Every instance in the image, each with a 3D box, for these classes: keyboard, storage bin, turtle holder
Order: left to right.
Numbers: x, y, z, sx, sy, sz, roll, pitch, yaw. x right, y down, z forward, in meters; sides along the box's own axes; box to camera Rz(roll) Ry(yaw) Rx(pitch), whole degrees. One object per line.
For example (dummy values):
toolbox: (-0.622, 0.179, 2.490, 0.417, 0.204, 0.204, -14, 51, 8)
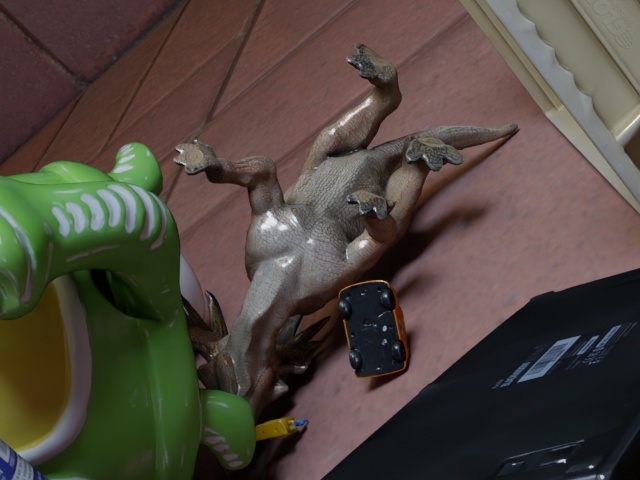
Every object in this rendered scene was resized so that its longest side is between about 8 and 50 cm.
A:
turtle holder: (-0.178, 0.080, 0.832, 0.227, 0.243, 0.320, -14, 6, -25)
storage bin: (0.131, -0.166, 0.778, 0.123, 0.260, 0.262, -38, 18, 9)
keyboard: (0.122, 0.045, 0.501, 0.201, 0.033, 0.317, -18, 5, 27)

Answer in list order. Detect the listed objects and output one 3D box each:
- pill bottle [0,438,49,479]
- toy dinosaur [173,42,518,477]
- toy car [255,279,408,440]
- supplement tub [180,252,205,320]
pill bottle: (-0.153, 0.183, 0.697, 0.123, 0.219, 0.123, -41, 18, 16)
toy dinosaur: (0.000, 0.000, 0.954, 0.295, 0.127, 0.200, -38, -25, -34)
toy car: (0.005, 0.072, 0.868, 0.122, 0.060, 0.040, -32, -11, 19)
supplement tub: (-0.233, 0.103, 1.102, 0.191, 0.191, 0.272, -19, 31, 55)
